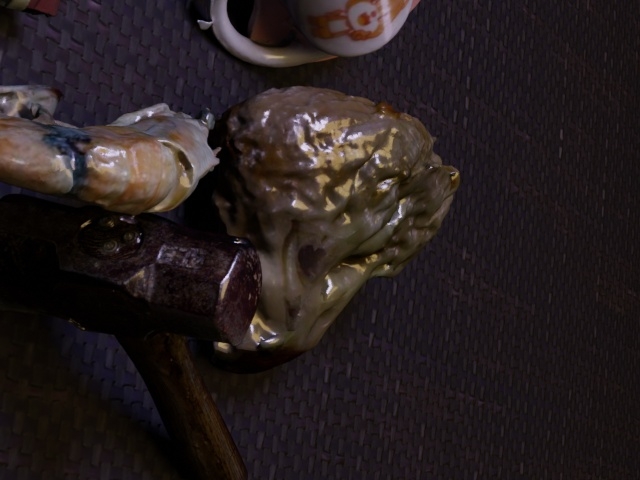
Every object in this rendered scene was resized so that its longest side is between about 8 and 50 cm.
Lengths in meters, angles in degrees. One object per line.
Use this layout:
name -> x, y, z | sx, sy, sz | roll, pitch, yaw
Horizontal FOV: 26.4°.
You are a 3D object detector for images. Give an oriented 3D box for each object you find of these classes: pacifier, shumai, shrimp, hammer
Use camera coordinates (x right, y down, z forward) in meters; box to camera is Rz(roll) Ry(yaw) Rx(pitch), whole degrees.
pacifier -> 0.008, -0.323, 1.486 | 0.332, 0.220, 0.273 | 76, 25, -62
shumai -> 0.000, 0.003, 1.453 | 0.346, 0.217, 0.283 | 38, 56, -53
shrimp -> -0.200, -0.089, 1.154 | 0.360, 0.247, 0.085 | -17, 126, -67
hammer -> -0.144, 0.116, 1.272 | 0.409, 0.242, 0.095 | 73, 30, -52

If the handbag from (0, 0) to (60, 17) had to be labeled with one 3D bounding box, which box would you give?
handbag -> -0.284, -0.314, 1.122 | 0.213, 0.127, 0.235 | 0, 100, -56
